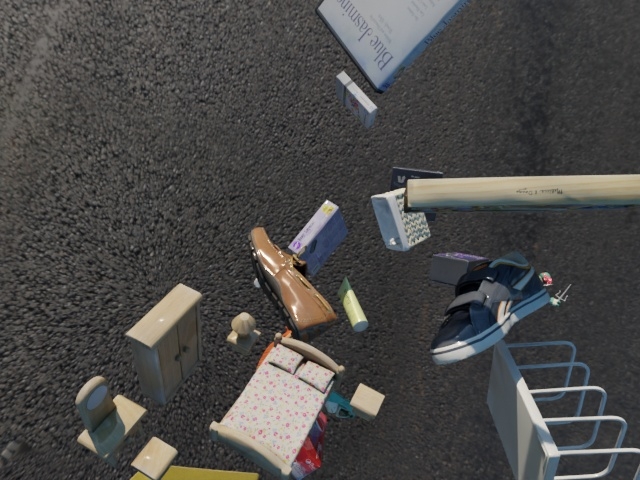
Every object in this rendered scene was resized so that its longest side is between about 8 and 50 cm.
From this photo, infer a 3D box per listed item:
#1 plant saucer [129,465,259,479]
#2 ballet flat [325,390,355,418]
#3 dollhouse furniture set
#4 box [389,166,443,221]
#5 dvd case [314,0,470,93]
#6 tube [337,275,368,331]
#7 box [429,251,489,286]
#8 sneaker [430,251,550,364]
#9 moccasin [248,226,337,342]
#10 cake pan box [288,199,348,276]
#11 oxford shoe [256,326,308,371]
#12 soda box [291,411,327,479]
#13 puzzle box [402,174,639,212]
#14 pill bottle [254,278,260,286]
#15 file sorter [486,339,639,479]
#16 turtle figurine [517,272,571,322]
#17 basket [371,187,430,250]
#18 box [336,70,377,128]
[{"bbox_3d":[-0.359,0.670,1.061,0.333,0.081,0.333,-45,132,15],"label":"plant saucer"},{"bbox_3d":[0.075,0.710,1.923,0.247,0.083,0.087,38,54,-33],"label":"ballet flat"},{"bbox_3d":[-0.107,0.235,0.654,0.356,0.173,0.303,23,43,14],"label":"dollhouse furniture set"},{"bbox_3d":[0.303,-0.151,1.439,0.156,0.093,0.158,9,103,13],"label":"box"},{"bbox_3d":[0.117,-0.354,0.600,0.022,0.253,0.180,-9,62,-53],"label":"dvd case"},{"bbox_3d":[0.118,0.252,1.752,0.070,0.240,0.062,-31,130,7],"label":"tube"},{"bbox_3d":[0.554,0.115,1.778,0.207,0.153,0.108,-2,101,-49],"label":"box"},{"bbox_3d":[0.301,0.117,0.842,0.321,0.126,0.127,-20,82,-37],"label":"sneaker"},{"bbox_3d":[-0.085,0.096,1.209,0.147,0.139,0.380,-23,47,-20],"label":"moccasin"},{"bbox_3d":[0.000,0.000,1.773,0.070,0.267,0.245,36,80,23],"label":"cake pan box"},{"bbox_3d":[-0.129,0.461,1.924,0.132,0.130,0.363,49,56,-7],"label":"oxford shoe"},{"bbox_3d":[-0.046,0.613,1.386,0.092,0.263,0.083,-38,94,9],"label":"soda box"},{"bbox_3d":[0.371,-0.084,0.879,0.410,0.272,0.052,0,92,10],"label":"puzzle box"},{"bbox_3d":[-0.230,0.158,1.776,0.043,0.044,0.083,62,29,-2],"label":"pill bottle"},{"bbox_3d":[0.460,0.356,0.874,0.173,0.277,0.192,-4,119,4],"label":"file sorter"},{"bbox_3d":[0.790,0.192,1.665,0.234,0.175,0.118,-41,105,15],"label":"turtle figurine"},{"bbox_3d":[0.232,-0.066,1.282,0.103,0.113,0.167,-22,101,-16],"label":"basket"},{"bbox_3d":[0.130,-0.514,1.644,0.038,0.145,0.186,-41,83,-4],"label":"box"}]
